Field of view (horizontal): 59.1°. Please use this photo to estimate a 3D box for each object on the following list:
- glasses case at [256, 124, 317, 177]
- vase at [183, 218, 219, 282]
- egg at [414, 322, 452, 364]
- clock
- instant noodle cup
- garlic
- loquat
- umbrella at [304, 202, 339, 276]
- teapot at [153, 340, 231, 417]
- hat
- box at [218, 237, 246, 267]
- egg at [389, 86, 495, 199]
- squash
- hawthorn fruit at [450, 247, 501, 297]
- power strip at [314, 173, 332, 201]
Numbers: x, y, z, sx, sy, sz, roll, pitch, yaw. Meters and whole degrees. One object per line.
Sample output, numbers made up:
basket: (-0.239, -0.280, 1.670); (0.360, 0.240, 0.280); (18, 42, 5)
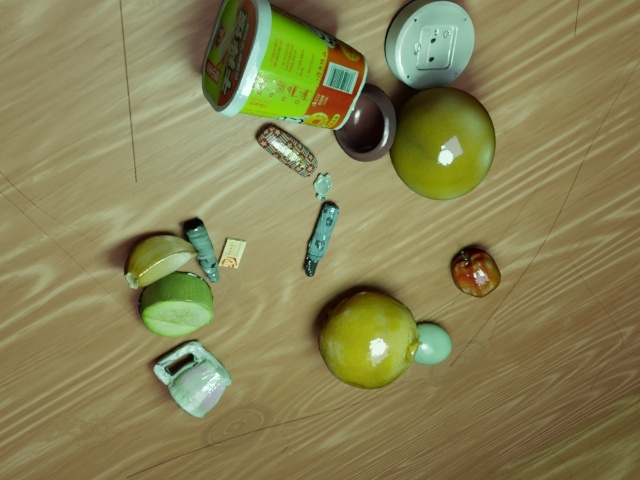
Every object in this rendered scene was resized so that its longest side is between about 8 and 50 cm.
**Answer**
glasses case: (-0.083, -0.240, 1.529); (0.195, 0.049, 0.073); (33, 105, -34)
vase: (-0.330, 0.037, 1.607); (0.060, 0.060, 0.211); (-20, 127, -9)
egg: (0.390, 0.376, 2.047); (0.193, 0.149, 0.149); (6, 119, -24)
clock: (0.286, -0.513, 1.479); (0.231, 0.083, 0.230); (-9, 122, -14)
instant noodle cup: (-0.078, -0.398, 1.314); (0.308, 0.294, 0.293); (9, 117, -33)
garlic: (-0.438, 0.043, 1.542); (0.207, 0.128, 0.115); (-26, 85, -11)
loquat: (0.155, 0.318, 1.821); (0.329, 0.328, 0.328); (-10, 124, -15)
umbrella: (0.001, -0.001, 1.717); (0.053, 0.052, 0.250); (-21, 135, -52)
teapot: (-0.395, 0.431, 1.805); (0.178, 0.221, 0.163); (-44, 166, -2)
hat: (0.122, -0.314, 1.500); (0.089, 0.206, 0.205); (-26, 139, -53)
box: (-0.260, 0.037, 1.661); (0.058, 0.015, 0.093); (10, 116, -28)
egg: (0.329, -0.255, 1.529); (0.283, 0.282, 0.351); (-36, 153, 4)
squash: (-0.417, 0.209, 1.650); (0.220, 0.133, 0.220); (-11, 130, -13)
hawthorn fruit: (0.518, 0.097, 1.918); (0.157, 0.157, 0.194); (-36, 120, 4)
power strip: (0.008, -0.151, 1.633); (0.055, 0.035, 0.083); (-3, 120, -20)
